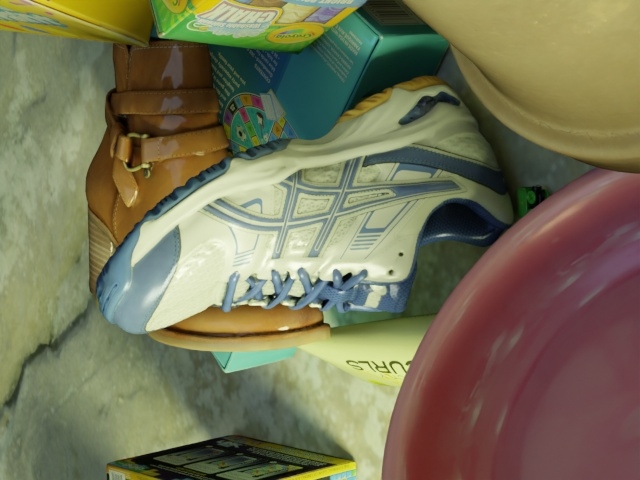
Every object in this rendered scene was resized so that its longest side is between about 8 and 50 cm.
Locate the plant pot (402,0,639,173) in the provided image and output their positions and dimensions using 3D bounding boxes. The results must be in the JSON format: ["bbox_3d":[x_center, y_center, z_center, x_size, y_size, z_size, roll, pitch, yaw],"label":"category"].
[{"bbox_3d":[0.134,-0.177,0.696,0.263,0.229,0.263,-6,80,39],"label":"plant pot"}]

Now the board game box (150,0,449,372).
[{"bbox_3d":[-0.058,-0.102,1.101,0.254,0.079,0.336,51,131,32],"label":"board game box"}]

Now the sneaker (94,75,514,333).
[{"bbox_3d":[0.000,0.000,0.889,0.131,0.296,0.112,57,161,13],"label":"sneaker"}]

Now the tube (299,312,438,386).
[{"bbox_3d":[0.080,0.083,0.972,0.240,0.062,0.070,-8,108,48],"label":"tube"}]

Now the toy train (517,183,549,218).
[{"bbox_3d":[0.145,0.003,0.922,0.023,0.017,0.083,13,106,59],"label":"toy train"}]

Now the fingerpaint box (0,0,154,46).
[{"bbox_3d":[-0.253,-0.369,1.125,0.444,0.163,0.371,15,88,54],"label":"fingerpaint box"}]

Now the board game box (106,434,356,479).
[{"bbox_3d":[-0.076,0.207,1.125,0.170,0.141,0.048,2,95,51],"label":"board game box"}]

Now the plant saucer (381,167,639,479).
[{"bbox_3d":[0.182,0.093,0.732,0.332,0.084,0.332,-33,33,26],"label":"plant saucer"}]

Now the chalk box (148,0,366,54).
[{"bbox_3d":[-0.042,-0.213,0.904,0.213,0.132,0.132,-31,69,41],"label":"chalk box"}]

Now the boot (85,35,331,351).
[{"bbox_3d":[-0.087,-0.042,1.021,0.283,0.109,0.220,22,109,54],"label":"boot"}]
